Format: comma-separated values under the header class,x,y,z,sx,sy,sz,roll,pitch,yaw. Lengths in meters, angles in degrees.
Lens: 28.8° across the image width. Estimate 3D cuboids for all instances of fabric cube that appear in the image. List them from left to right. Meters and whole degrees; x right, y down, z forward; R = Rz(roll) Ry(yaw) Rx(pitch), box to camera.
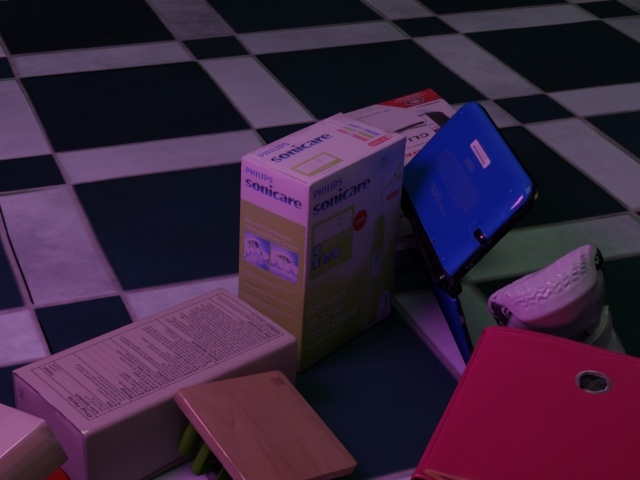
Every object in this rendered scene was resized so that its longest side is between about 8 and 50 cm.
class,x,y,z,sx,sy,sz,roll,pitch,yaw
fabric cube,0.231,0.275,1.210,0.254,0.259,0.258,13,31,17

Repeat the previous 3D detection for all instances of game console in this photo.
class,x,y,z,sx,sy,sz,roll,pitch,yaw
game console,0.208,-0.004,1.673,0.173,0.250,0.293,36,17,-26

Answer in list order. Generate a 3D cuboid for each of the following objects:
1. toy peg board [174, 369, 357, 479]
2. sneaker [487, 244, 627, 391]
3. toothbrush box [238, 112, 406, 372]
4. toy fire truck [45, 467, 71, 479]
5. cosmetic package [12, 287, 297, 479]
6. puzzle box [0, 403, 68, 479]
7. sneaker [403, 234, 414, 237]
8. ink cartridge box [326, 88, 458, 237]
class,x,y,z,sx,sy,sz,roll,pitch,yaw
toy peg board,-0.074,0.241,1.428,0.160,0.079,0.161,-5,43,-45
sneaker,0.298,0.134,1.411,0.137,0.210,0.366,-29,-12,3
toothbrush box,0.000,0.000,1.666,0.122,0.283,0.206,23,34,33
toy fire truck,-0.279,0.302,1.257,0.246,0.159,0.217,12,28,-7
cosmetic package,-0.193,0.180,1.501,0.309,0.113,0.160,-22,37,-36
puzzle box,-0.458,0.243,1.225,0.272,0.052,0.408,-41,29,-30
sneaker,0.197,-0.078,2.029,0.221,0.087,0.128,-8,32,-21
ink cartridge box,0.137,-0.124,1.945,0.197,0.114,0.273,-17,27,-8
